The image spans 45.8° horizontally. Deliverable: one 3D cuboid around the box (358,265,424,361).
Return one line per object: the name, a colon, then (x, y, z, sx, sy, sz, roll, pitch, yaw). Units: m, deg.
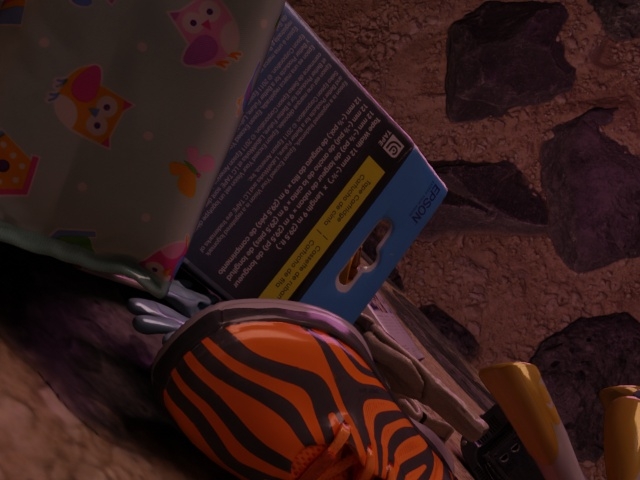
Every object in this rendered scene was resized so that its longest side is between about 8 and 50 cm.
box: (0.049, 0.084, 1.267, 0.322, 0.058, 0.232, 56, 8, 14)

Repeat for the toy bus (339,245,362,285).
toy bus: (-0.042, 0.020, 1.005, 0.191, 0.202, 0.104, 50, 34, -17)

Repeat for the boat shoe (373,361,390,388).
boat shoe: (-0.020, 0.119, 0.827, 0.206, 0.075, 0.065, 40, -38, 4)

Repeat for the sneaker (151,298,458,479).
sneaker: (0.038, 0.165, 0.477, 0.321, 0.124, 0.180, 41, 6, -37)

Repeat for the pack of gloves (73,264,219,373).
pack of gloves: (-0.107, 0.072, 0.601, 0.195, 0.046, 0.232, 30, -1, 32)

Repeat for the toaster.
toaster: (0.322, 0.354, 1.123, 0.146, 0.129, 0.227, 42, 5, -45)

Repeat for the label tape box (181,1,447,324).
label tape box: (-0.065, -0.075, 0.759, 0.347, 0.249, 0.115, 44, -14, -26)

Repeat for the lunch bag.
lunch bag: (-0.130, -0.101, 0.515, 0.160, 0.223, 0.262, 21, 1, -15)

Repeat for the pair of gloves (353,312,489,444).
pair of gloves: (0.091, 0.176, 0.911, 0.204, 0.042, 0.240, 43, -16, 8)

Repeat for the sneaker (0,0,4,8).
sneaker: (-0.318, -0.220, 0.684, 0.182, 0.127, 0.315, 48, 8, 13)

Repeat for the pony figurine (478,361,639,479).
pony figurine: (0.275, 0.277, 0.561, 0.351, 0.303, 0.363, 16, 57, -41)
